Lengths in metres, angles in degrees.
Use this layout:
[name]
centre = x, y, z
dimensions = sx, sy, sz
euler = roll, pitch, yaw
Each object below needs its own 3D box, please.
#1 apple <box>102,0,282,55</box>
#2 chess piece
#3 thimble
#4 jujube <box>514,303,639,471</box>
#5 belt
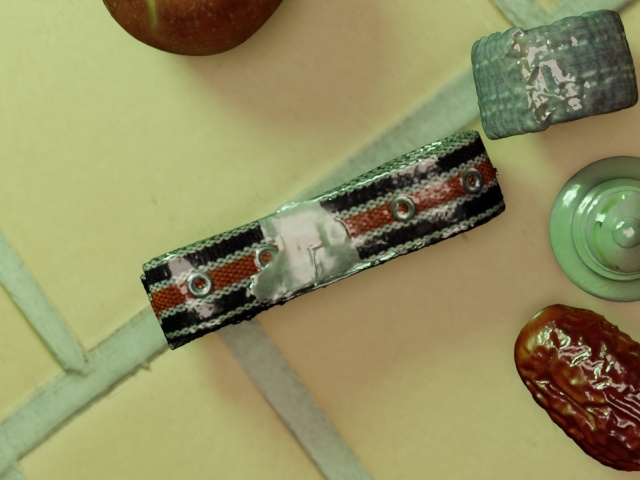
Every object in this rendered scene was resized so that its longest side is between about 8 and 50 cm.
[apple]
centre = -0.121, -0.274, 1.664
dimensions = 0.201, 0.162, 0.201
euler = -1, 81, 3
[chess piece]
centre = 0.269, -0.010, 1.551
dimensions = 0.139, 0.272, 0.139
euler = 0, 90, 9
[thimble]
centre = 0.215, -0.153, 1.620
dimensions = 0.150, 0.150, 0.097
euler = -12, 92, 8
[jujube]
centre = 0.260, 0.135, 1.638
dimensions = 0.176, 0.109, 0.112
euler = 42, 92, 9
[belt]
centre = 0.000, 0.000, 1.666
dimensions = 0.359, 0.126, 0.094
euler = -23, 90, 7
